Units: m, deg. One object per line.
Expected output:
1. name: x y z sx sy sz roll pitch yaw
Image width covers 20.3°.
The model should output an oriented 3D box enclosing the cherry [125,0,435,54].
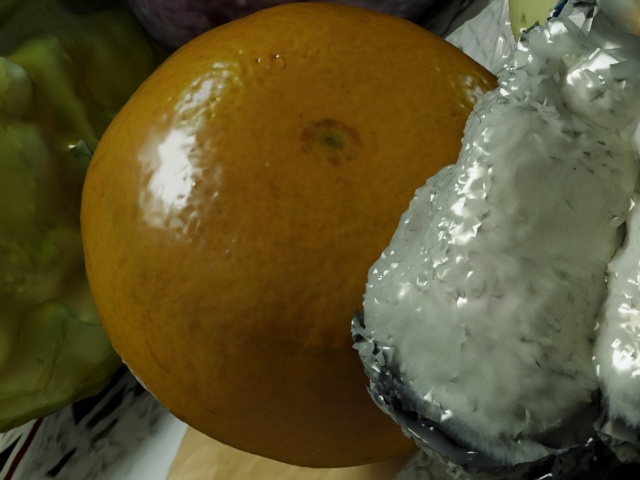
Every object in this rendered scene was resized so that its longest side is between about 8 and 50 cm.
1. cherry: -0.009 -0.167 0.839 0.195 0.195 0.195 -46 22 24

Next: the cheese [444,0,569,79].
1. cheese: 0.094 -0.092 0.658 0.255 0.050 0.127 142 141 -62

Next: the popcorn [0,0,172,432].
1. popcorn: -0.185 -0.031 0.868 0.247 0.282 0.282 -12 35 13

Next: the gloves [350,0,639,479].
1. gloves: 0.082 0.003 0.490 0.153 0.114 0.070 -59 -15 -10

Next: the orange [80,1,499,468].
1. orange: 0.000 0.000 0.584 0.124 0.156 0.156 100 -169 -59
